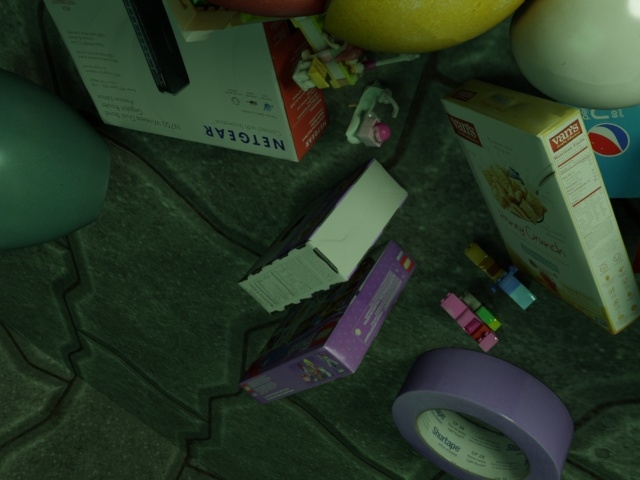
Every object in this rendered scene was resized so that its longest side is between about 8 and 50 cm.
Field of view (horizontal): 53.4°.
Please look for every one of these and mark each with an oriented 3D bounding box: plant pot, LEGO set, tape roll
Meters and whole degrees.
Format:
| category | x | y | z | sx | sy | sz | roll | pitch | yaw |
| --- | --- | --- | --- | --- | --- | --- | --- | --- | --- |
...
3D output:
| category | x | y | z | sx | sy | sz | roll | pitch | yaw |
| --- | --- | --- | --- | --- | --- | --- | --- | --- | --- |
| plant pot | -0.457 | -0.113 | 1.037 | 0.195 | 0.290 | 0.290 | 10 | 157 | -30 |
| LEGO set | 0.003 | -0.199 | 0.594 | 0.107 | 0.132 | 0.287 | 1 | 165 | 39 |
| tape roll | 0.258 | 0.298 | 1.031 | 0.275 | 0.090 | 0.274 | 23 | 144 | 18 |
| LEGO set | 0.198 | 0.056 | 0.777 | 0.093 | 0.087 | 0.227 | 45 | -170 | 11 |

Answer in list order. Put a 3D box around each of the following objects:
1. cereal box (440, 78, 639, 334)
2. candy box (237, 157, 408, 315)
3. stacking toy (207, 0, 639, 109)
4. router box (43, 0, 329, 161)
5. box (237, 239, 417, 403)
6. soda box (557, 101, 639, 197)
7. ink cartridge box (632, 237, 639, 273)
| category | x | y | z | sx | sy | sz | roll | pitch | yaw |
| --- | --- | --- | --- | --- | --- | --- | --- | --- | --- |
| cereal box | 0.218 | -0.037 | 0.633 | 0.240 | 0.047 | 0.173 | 57 | 177 | -28 |
| candy box | 0.000 | 0.000 | 0.833 | 0.070 | 0.165 | 0.196 | 45 | 145 | -10 |
| stacking toy | 0.044 | -0.244 | 0.399 | 0.480 | 0.350 | 0.350 | 29 | 146 | -5 |
| router box | -0.173 | -0.260 | 0.749 | 0.335 | 0.082 | 0.301 | 14 | 140 | 28 |
| box | 0.002 | 0.131 | 0.955 | 0.057 | 0.201 | 0.293 | 42 | 145 | -8 |
| soda box | 0.248 | -0.137 | 0.547 | 0.071 | 0.067 | 0.210 | 2 | 133 | 40 |
| ink cartridge box | 0.360 | -0.026 | 0.546 | 0.145 | 0.045 | 0.179 | -7 | 132 | 5 |
